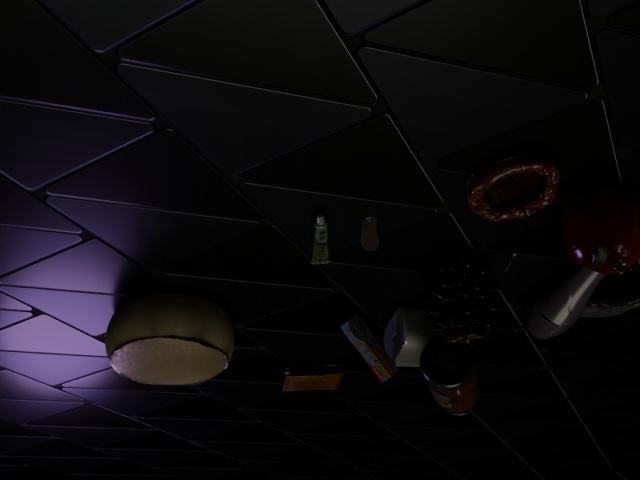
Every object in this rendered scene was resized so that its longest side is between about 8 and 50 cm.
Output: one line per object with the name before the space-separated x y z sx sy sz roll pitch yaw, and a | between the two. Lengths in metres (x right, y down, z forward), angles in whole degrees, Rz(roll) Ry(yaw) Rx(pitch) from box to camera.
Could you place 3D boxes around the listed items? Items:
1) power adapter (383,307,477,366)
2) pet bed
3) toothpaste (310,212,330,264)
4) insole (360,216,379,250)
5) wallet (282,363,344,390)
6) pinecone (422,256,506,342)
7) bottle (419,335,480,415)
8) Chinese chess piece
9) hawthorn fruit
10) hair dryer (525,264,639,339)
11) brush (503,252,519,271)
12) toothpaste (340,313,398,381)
power adapter | 0.326 0.277 1.798 0.255 0.124 0.187 3 145 -12
pet bed | 0.401 -0.107 1.320 0.201 0.054 0.201 1 148 0
toothpaste | 0.000 0.000 1.445 0.049 0.032 0.204 -3 148 -2
insole | 0.115 -0.013 1.464 0.045 0.002 0.135 -5 145 0
wallet | -0.026 0.451 2.078 0.195 0.042 0.161 -1 149 -8
pinecone | 0.348 0.137 1.548 0.207 0.208 0.208 -3 145 -2
bottle | 0.367 0.386 1.727 0.143 0.144 0.336 -13 145 12
Chinese chess piece | -0.399 0.271 1.692 0.337 0.141 0.338 -2 146 -1
hawthorn fruit | 0.611 -0.012 1.350 0.185 0.202 0.185 1 138 1
hair dryer | 0.757 0.149 1.710 0.361 0.121 0.301 1 137 -25
brush | 0.478 0.055 1.595 0.024 0.008 0.083 0 145 -12
toothpaste | 0.130 0.302 1.752 0.044 0.193 0.070 -39 176 40
